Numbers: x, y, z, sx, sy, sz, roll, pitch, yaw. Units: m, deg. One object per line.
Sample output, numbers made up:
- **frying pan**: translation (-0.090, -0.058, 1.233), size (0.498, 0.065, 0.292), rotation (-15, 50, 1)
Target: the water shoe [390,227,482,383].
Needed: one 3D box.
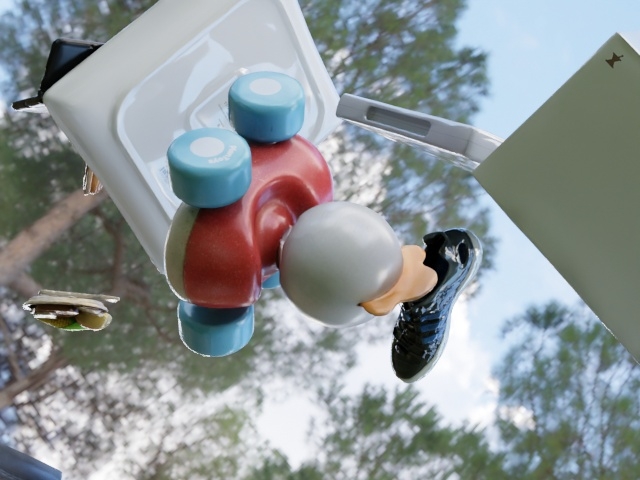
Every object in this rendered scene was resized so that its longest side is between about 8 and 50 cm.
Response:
- **water shoe**: translation (0.113, 0.074, 1.271), size (0.073, 0.080, 0.203), rotation (37, -66, 41)

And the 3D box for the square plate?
- **square plate**: translation (-0.126, -0.158, 1.371), size (0.049, 0.344, 0.347), rotation (36, -19, 39)

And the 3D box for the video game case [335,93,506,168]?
- **video game case**: translation (0.218, -0.083, 1.263), size (0.300, 0.329, 0.036), rotation (29, -80, 62)

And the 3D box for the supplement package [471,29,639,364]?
- **supplement package**: translation (0.257, -0.042, 0.840), size (0.149, 0.203, 0.194), rotation (-45, -101, 27)

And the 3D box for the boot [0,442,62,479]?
- **boot**: translation (-0.475, 0.206, 0.836), size (0.367, 0.146, 0.445), rotation (-36, -52, 26)

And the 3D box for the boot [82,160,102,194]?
- **boot**: translation (-0.258, -0.141, 1.611), size (0.197, 0.152, 0.073), rotation (-69, -157, 9)

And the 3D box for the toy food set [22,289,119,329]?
- **toy food set**: translation (-0.373, 0.109, 1.627), size (0.192, 0.132, 0.039), rotation (153, -59, -67)

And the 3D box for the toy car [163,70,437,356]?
- **toy car**: translation (0.000, 0.000, 1.004), size (0.238, 0.210, 0.219), rotation (18, -49, 17)

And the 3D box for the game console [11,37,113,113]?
- **game console**: translation (-0.283, -0.187, 1.280), size (0.107, 0.122, 0.071), rotation (-3, -92, 46)
